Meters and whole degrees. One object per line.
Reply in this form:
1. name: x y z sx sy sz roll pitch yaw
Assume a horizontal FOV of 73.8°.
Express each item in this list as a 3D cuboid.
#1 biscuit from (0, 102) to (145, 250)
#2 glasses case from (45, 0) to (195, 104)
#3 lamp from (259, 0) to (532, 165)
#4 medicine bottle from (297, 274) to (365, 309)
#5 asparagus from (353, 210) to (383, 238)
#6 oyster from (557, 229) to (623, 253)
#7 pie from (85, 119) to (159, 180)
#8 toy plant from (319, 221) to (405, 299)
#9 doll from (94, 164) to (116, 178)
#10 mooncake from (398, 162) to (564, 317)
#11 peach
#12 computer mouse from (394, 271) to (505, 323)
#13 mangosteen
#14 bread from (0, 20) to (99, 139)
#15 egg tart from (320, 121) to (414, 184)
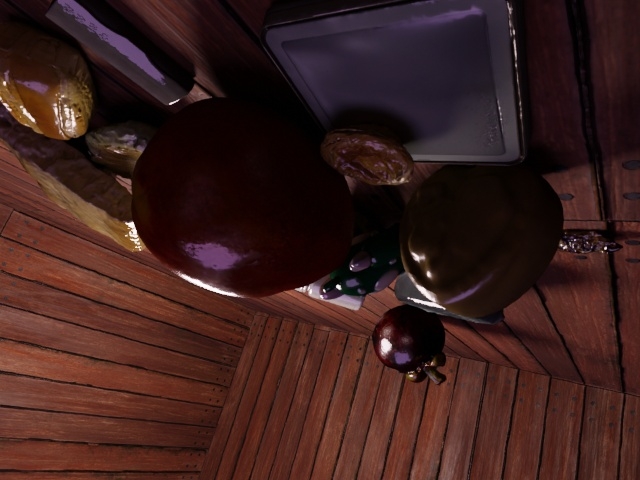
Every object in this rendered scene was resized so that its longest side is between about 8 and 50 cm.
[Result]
1. biscuit: -0.606 -0.127 1.056 0.429 0.104 0.446 39 158 -7
2. glasses case: -0.273 -0.267 0.597 0.072 0.042 0.191 -7 152 37
3. lamp: 0.097 -0.176 0.504 0.269 0.047 0.266 7 161 30
4. medicine bottle: 0.023 0.125 1.367 0.252 0.144 0.144 17 163 -4
5. asparagus: 0.097 0.009 0.990 0.129 0.108 0.382 -9 154 12
6. oyster: 0.452 0.005 0.760 0.086 0.029 0.132 22 164 -13
7. pie: -0.337 -0.164 0.892 0.307 0.071 0.306 12 167 3
8. toy plant: 0.103 0.039 0.822 0.243 0.112 0.232 -21 162 -44
9. doll: -0.609 -0.178 1.180 0.228 0.057 0.114 14 159 43
10. mooncake: 0.216 -0.005 0.627 0.117 0.234 0.235 27 161 -33
11. peach: -0.104 -0.055 0.656 0.333 0.307 0.308 28 162 -8
12. computer mouse: 0.343 0.143 1.163 0.203 0.114 0.374 21 171 -20
13. mangosteen: 0.344 0.399 1.662 0.298 0.292 0.297 6 161 2
14. bread: -0.460 -0.250 0.717 0.140 0.106 0.236 20 164 -15
15. egg tart: 0.063 -0.115 0.562 0.131 0.052 0.130 16 164 5
